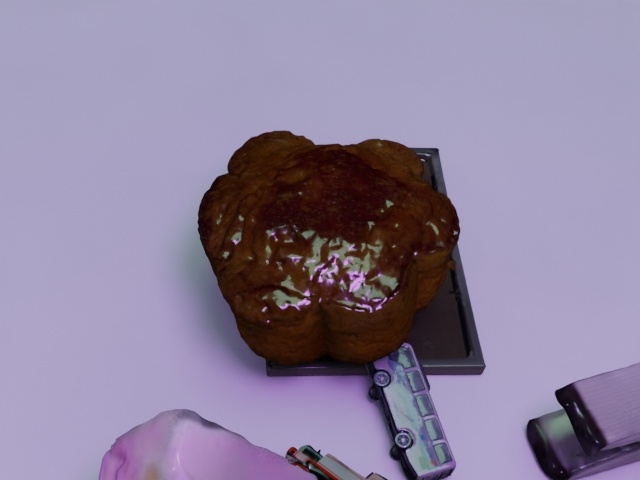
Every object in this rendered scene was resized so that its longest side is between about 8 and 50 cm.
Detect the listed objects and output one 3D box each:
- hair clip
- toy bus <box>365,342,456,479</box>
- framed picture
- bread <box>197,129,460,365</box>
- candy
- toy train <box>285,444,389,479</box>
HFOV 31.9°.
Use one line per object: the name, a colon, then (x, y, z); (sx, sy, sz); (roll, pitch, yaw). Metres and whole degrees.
hair clip: (0.356, 0.146, 1.043); (0.331, 0.101, 0.085); (-10, 50, -20)
toy bus: (0.079, 0.154, 1.008); (0.052, 0.037, 0.130); (-14, 62, -11)
framed picture: (0.040, 0.012, 1.143); (0.213, 0.016, 0.289); (0, 51, -10)
bread: (0.010, 0.005, 1.024); (0.232, 0.135, 0.246); (4, 42, 10)
candy: (-0.090, 0.270, 0.806); (0.156, 0.116, 0.265); (30, 44, -29)
toy train: (0.064, 0.248, 0.927); (0.250, 0.053, 0.085); (28, 40, 20)
